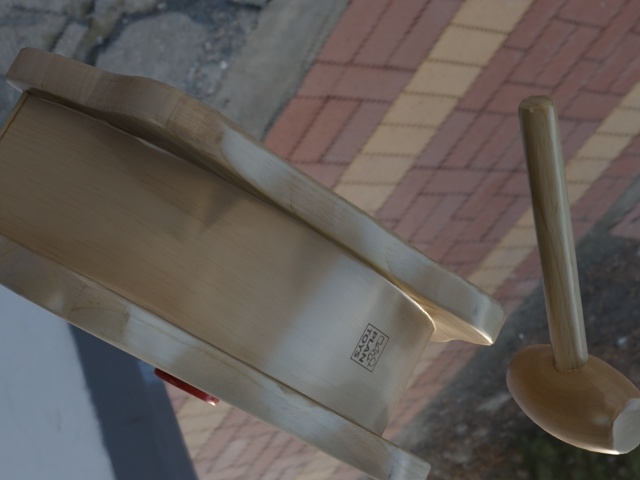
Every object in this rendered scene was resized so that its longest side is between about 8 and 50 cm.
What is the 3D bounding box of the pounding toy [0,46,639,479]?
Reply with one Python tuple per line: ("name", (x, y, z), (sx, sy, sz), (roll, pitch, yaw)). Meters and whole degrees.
("pounding toy", (0.000, 0.000, 0.420), (0.270, 0.154, 0.154), (33, 80, -28))
